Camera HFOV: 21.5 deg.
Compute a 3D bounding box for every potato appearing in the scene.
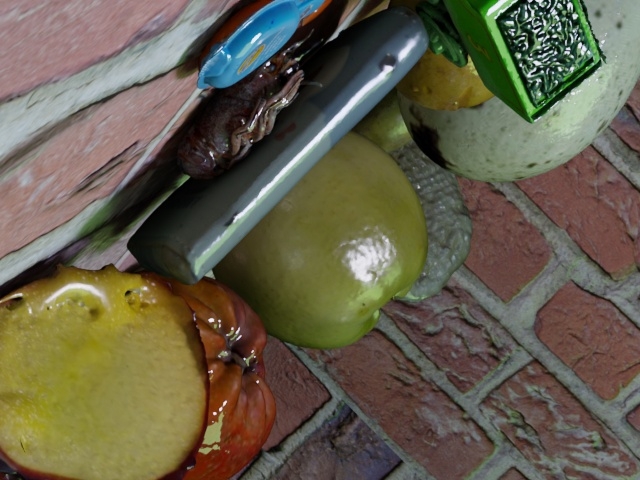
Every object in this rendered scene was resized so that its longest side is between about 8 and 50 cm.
[{"bbox_3d":[0.132,-0.212,2.392,0.251,0.113,0.149,-35,180,-14],"label":"potato"},{"bbox_3d":[0.155,-0.265,1.882,0.203,0.178,0.158,-33,157,-9],"label":"potato"}]

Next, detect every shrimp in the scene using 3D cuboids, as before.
[{"bbox_3d":[-0.065,-0.131,1.640,0.190,0.075,0.073,-50,143,5],"label":"shrimp"}]

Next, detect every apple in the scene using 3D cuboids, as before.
[{"bbox_3d":[0.000,0.000,2.204,0.292,0.254,0.292,-46,171,-10],"label":"apple"}]

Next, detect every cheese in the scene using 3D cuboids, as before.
[{"bbox_3d":[-0.040,-0.195,1.512,0.106,0.037,0.256,-47,176,37],"label":"cheese"}]

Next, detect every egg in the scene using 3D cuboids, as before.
[{"bbox_3d":[0.257,-0.247,2.109,0.379,0.287,0.287,-61,170,18],"label":"egg"}]

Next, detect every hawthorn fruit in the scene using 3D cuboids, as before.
[{"bbox_3d":[-0.212,0.179,2.049,0.298,0.277,0.277,-26,-176,26],"label":"hawthorn fruit"}]

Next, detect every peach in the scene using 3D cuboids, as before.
[{"bbox_3d":[-0.252,0.174,1.615,0.201,0.258,0.361,-47,-172,37],"label":"peach"}]

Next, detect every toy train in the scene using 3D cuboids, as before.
[{"bbox_3d":[0.174,-0.245,1.695,0.132,0.188,0.243,-40,138,-5],"label":"toy train"}]

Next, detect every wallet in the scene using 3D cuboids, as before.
[{"bbox_3d":[-0.051,-0.093,1.755,0.360,0.083,0.252,-45,-168,-13],"label":"wallet"}]

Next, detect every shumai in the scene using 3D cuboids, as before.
[{"bbox_3d":[0.053,0.004,2.582,0.309,0.304,0.263,5,151,-32],"label":"shumai"}]
